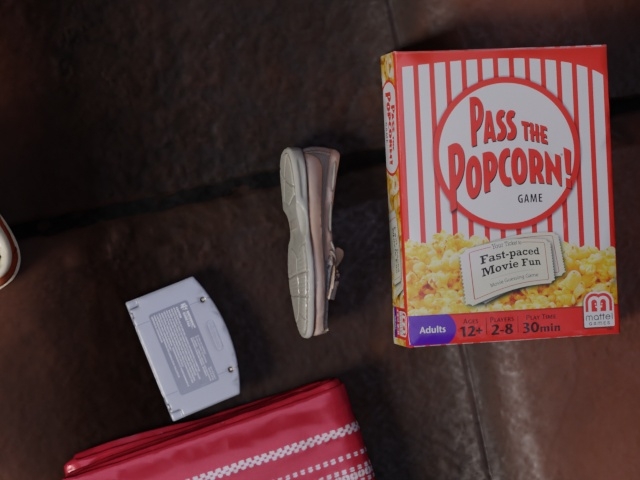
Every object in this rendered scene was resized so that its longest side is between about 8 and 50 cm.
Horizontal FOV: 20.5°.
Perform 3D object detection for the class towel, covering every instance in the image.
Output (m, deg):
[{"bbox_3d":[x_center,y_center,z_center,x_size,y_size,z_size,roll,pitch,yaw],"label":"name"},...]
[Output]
[{"bbox_3d":[-0.039,0.243,1.156,0.199,0.031,0.275,-18,94,-10],"label":"towel"}]

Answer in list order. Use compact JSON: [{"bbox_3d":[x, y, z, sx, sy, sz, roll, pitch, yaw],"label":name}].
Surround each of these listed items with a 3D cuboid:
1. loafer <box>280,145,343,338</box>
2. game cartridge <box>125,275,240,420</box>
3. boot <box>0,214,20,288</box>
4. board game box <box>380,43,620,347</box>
[{"bbox_3d":[0.000,0.000,1.155,0.039,0.045,0.125,-5,89,-18],"label":"loafer"},{"bbox_3d":[-0.086,0.069,1.148,0.056,0.017,0.083,-21,88,-7],"label":"game cartridge"},{"bbox_3d":[-0.239,-0.036,1.087,0.059,0.084,0.158,-39,96,-7],"label":"boot"},{"bbox_3d":[0.118,-0.030,1.175,0.147,0.045,0.193,-4,91,-11],"label":"board game box"}]
